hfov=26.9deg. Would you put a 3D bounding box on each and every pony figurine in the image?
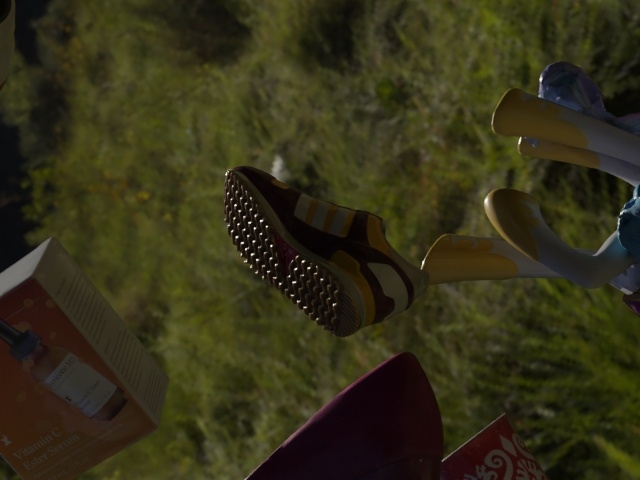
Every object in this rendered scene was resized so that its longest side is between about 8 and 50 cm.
[{"bbox_3d":[0.316,-0.023,1.104,0.363,0.351,0.303,23,142,23],"label":"pony figurine"}]

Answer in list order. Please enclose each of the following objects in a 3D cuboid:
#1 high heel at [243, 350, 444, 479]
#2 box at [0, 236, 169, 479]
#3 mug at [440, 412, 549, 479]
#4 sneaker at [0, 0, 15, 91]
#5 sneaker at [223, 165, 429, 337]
[{"bbox_3d":[-0.039,0.145,0.806,0.082,0.244,0.117,24,-125,-53],"label":"high heel"},{"bbox_3d":[-0.233,0.109,1.141,0.170,0.130,0.091,53,-167,-18],"label":"box"},{"bbox_3d":[0.218,0.305,1.554,0.169,0.113,0.150,52,160,11],"label":"mug"},{"bbox_3d":[-0.358,-0.131,0.907,0.123,0.290,0.106,108,168,-48],"label":"sneaker"},{"bbox_3d":[0.000,0.000,0.994,0.185,0.083,0.070,45,142,36],"label":"sneaker"}]
